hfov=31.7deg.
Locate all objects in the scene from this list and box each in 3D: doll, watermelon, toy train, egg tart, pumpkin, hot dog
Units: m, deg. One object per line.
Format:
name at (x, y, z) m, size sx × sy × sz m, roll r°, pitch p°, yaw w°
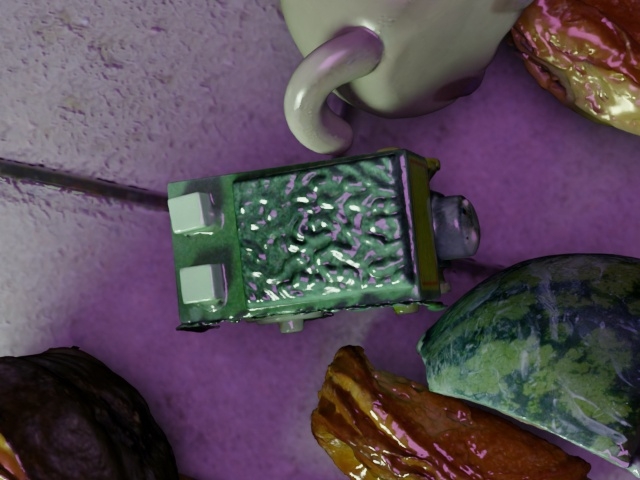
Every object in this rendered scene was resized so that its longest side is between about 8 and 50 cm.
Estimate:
doll at (0.044, -0.268, 0.984) m, size 0.226 × 0.215 × 0.370 m, roll -6°, pitch 56°, yaw -16°
watermelon at (0.202, 0.100, 0.928) m, size 0.224 × 0.305 × 0.180 m, roll -23°, pitch 87°, yaw 3°
toy train at (0.000, 0.000, 0.996) m, size 0.271 × 0.188 × 0.159 m, roll -7°, pitch 86°, yaw 20°
egg tart at (0.319, -0.253, 1.022) m, size 0.352 × 0.150 × 0.352 m, roll -1°, pitch 82°, yaw 9°
pumpkin at (-0.262, 0.250, 0.981) m, size 0.256 × 0.225 × 0.303 m, roll -10°, pitch 91°, yaw 24°
hot dog at (0.108, 0.198, 0.998) m, size 0.259 × 0.175 × 0.114 m, roll 27°, pitch 71°, yaw 5°

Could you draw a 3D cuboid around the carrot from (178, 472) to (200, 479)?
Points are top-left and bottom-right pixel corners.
carrot at (-0.042, 0.280, 1.057) m, size 0.342 × 0.070 × 0.070 m, roll 18°, pitch 88°, yaw 7°
